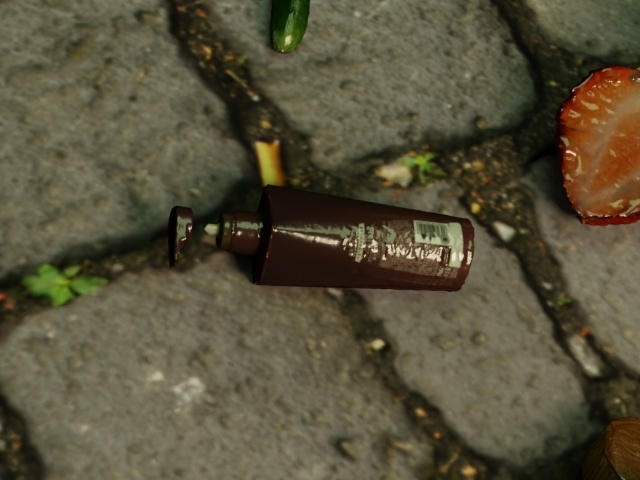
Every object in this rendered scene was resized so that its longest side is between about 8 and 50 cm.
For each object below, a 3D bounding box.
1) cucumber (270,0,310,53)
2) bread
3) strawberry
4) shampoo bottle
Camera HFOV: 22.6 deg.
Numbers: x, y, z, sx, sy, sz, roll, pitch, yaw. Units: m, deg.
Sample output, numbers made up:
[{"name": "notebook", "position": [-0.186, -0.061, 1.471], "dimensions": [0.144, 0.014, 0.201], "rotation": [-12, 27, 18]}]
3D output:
[{"name": "cucumber", "position": [-0.025, -0.226, 1.420], "dimensions": [0.037, 0.037, 0.155], "rotation": [9, 53, -12]}, {"name": "bread", "position": [0.237, 0.177, 1.202], "dimensions": [0.085, 0.053, 0.085], "rotation": [13, 40, -11]}, {"name": "strawberry", "position": [0.265, -0.069, 1.377], "dimensions": [0.146, 0.082, 0.187], "rotation": [34, 57, 14]}, {"name": "shampoo bottle", "position": [0.000, 0.002, 1.243], "dimensions": [0.236, 0.067, 0.068], "rotation": [6, 43, -14]}]
